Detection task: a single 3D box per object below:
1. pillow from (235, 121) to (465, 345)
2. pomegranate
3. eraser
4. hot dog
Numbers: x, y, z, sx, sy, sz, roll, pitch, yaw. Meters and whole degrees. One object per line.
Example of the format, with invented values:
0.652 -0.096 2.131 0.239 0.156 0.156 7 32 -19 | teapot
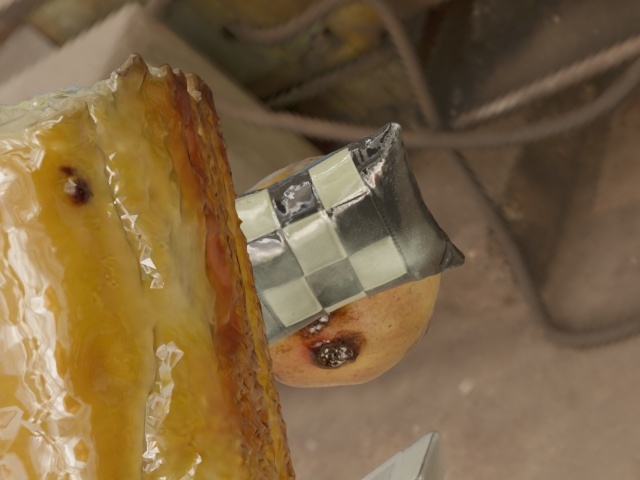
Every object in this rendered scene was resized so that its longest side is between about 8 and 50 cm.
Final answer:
0.000 0.000 1.650 0.249 0.186 0.106 -23 32 5 | pillow
0.009 0.044 2.179 0.322 0.322 0.322 -37 30 26 | pomegranate
0.028 0.312 1.737 0.352 0.061 0.089 -44 14 41 | eraser
-0.106 0.112 0.843 0.196 0.365 0.367 -15 2 3 | hot dog
